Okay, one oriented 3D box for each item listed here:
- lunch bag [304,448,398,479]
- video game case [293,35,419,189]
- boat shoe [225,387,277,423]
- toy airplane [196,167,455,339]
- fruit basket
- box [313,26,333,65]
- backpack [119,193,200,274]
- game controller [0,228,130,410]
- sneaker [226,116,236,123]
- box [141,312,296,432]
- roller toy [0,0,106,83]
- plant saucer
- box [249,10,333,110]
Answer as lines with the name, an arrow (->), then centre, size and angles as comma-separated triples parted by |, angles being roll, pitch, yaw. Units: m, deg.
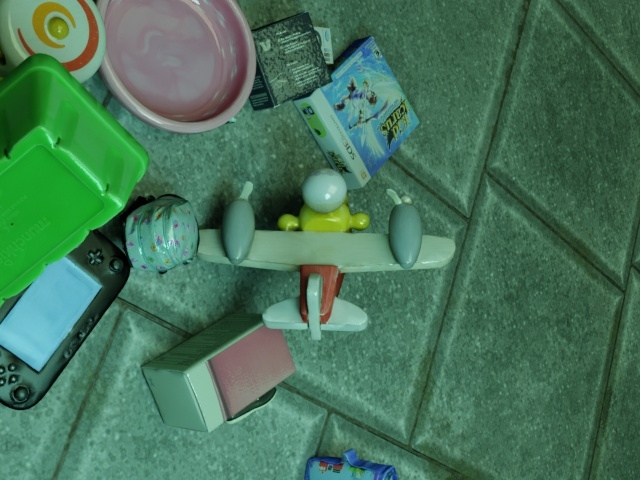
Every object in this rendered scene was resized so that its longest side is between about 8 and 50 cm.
lunch bag -> 0.070, 0.573, 1.859 | 0.138, 0.221, 0.293 | -12, 95, -43
video game case -> 0.089, -0.290, 2.059 | 0.269, 0.061, 0.244 | -49, 119, -34
boat shoe -> -0.140, 0.315, 1.803 | 0.133, 0.049, 0.042 | -26, 112, -37
toy airplane -> 0.000, 0.000, 1.727 | 0.386, 0.384, 0.272 | -21, 125, -34
fruit basket -> -0.477, -0.109, 1.366 | 0.283, 0.392, 0.392 | 48, 57, -31
box -> -0.020, -0.427, 1.991 | 0.136, 0.028, 0.081 | -6, 91, -41
backpack -> -0.281, -0.013, 1.616 | 0.182, 0.115, 0.152 | -37, 112, -77
game controller -> -0.453, 0.116, 1.498 | 0.166, 0.067, 0.319 | 49, 62, -35
sneaker -> -0.204, -0.273, 1.800 | 0.098, 0.038, 0.069 | 15, 77, -42
box -> -0.186, 0.241, 1.699 | 0.232, 0.149, 0.126 | -31, 108, -39
roller toy -> -0.461, -0.336, 1.493 | 0.209, 0.146, 0.191 | 39, 61, -33
plant saucer -> -0.278, -0.355, 1.689 | 0.332, 0.084, 0.332 | 7, 79, -35
box -> -0.081, -0.367, 1.868 | 0.156, 0.093, 0.158 | -28, 106, -29
